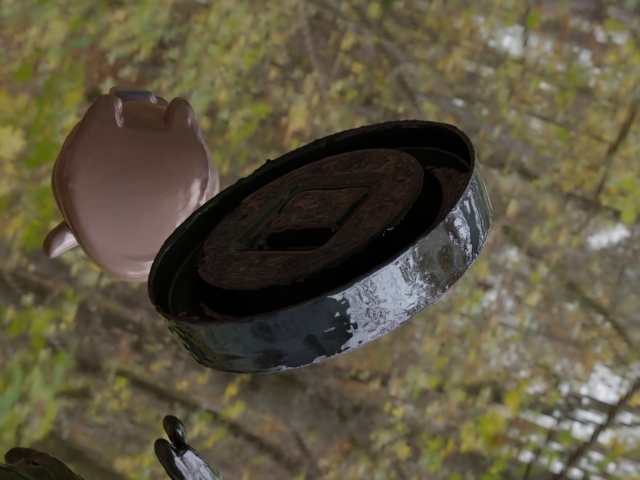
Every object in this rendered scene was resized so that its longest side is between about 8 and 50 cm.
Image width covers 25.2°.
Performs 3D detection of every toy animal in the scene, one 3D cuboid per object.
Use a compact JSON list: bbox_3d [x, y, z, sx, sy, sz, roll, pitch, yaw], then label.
[{"bbox_3d":[-0.214,-0.063,1.582,0.256,0.195,0.213,-135,-136,-77],"label":"toy animal"}]

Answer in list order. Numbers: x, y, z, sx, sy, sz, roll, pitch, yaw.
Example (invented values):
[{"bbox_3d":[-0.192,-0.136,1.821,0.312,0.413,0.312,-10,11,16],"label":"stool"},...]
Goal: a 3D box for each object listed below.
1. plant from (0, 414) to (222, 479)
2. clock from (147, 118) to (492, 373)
[{"bbox_3d":[-0.150,0.251,0.974,0.333,0.251,0.180,-6,-135,52],"label":"plant"},{"bbox_3d":[0.000,-0.001,1.279,0.066,0.319,0.319,63,23,-25],"label":"clock"}]
